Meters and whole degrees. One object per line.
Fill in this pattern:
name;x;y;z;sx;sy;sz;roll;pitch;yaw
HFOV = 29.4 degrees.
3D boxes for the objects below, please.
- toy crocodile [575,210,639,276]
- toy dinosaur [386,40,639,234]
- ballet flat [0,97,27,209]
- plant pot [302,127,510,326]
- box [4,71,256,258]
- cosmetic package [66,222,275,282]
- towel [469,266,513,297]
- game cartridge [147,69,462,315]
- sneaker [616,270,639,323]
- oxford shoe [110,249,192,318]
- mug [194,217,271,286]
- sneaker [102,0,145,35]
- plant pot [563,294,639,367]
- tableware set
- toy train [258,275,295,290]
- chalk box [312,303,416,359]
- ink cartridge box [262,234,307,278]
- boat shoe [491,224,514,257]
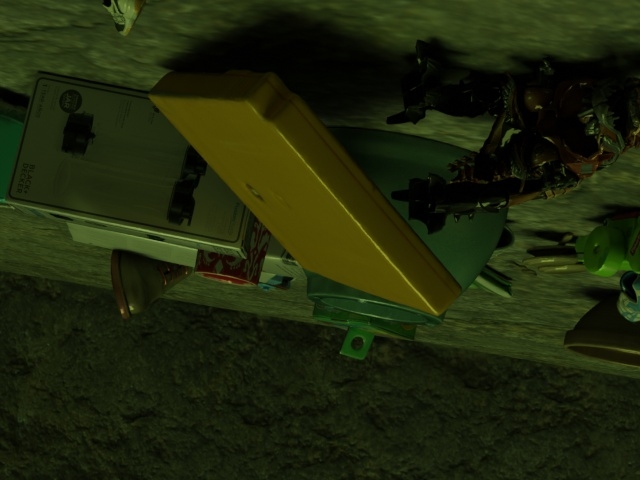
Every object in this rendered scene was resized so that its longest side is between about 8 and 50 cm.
toy crocodile;0.416;0.001;1.497;0.115;0.105;0.340;13;175;-11
toy dinosaur;0.186;-0.081;1.134;0.218;0.164;0.322;-2;153;-16
ballet flat;-0.383;-0.111;1.672;0.409;0.147;0.147;15;170;-28
plant pot;0.086;-0.003;1.531;0.293;0.196;0.293;11;171;2
box;-0.213;-0.088;1.473;0.290;0.169;0.087;10;171;3
cosmetic package;-0.254;-0.016;2.174;0.377;0.097;0.284;13;169;-8
towel;0.169;0.054;2.263;0.325;0.038;0.248;5;170;33
game cartridge;-0.024;-0.058;1.242;0.285;0.052;0.324;48;166;-22
sneaker;0.503;0.078;1.912;0.086;0.085;0.237;37;175;4
oxford shoe;-0.320;0.047;2.366;0.130;0.123;0.348;-8;-159;7
mug;-0.105;-0.022;1.731;0.113;0.169;0.150;3;167;38
sneaker;-0.181;-0.215;1.114;0.037;0.032;0.083;27;163;-10
plant pot;0.566;0.163;2.210;0.237;0.109;0.237;10;170;2
tableware set;0.360;0.023;1.848;0.128;0.039;0.194;-5;171;20
toy train;-0.127;0.054;2.511;0.184;0.080;0.105;19;162;-36
chalk box;0.084;0.095;2.064;0.132;0.213;0.132;3;168;41
ink cartridge box;0.000;0.000;1.904;0.273;0.114;0.197;8;171;13
boat shoe;0.173;-0.020;1.725;0.228;0.079;0.081;9;166;-27
